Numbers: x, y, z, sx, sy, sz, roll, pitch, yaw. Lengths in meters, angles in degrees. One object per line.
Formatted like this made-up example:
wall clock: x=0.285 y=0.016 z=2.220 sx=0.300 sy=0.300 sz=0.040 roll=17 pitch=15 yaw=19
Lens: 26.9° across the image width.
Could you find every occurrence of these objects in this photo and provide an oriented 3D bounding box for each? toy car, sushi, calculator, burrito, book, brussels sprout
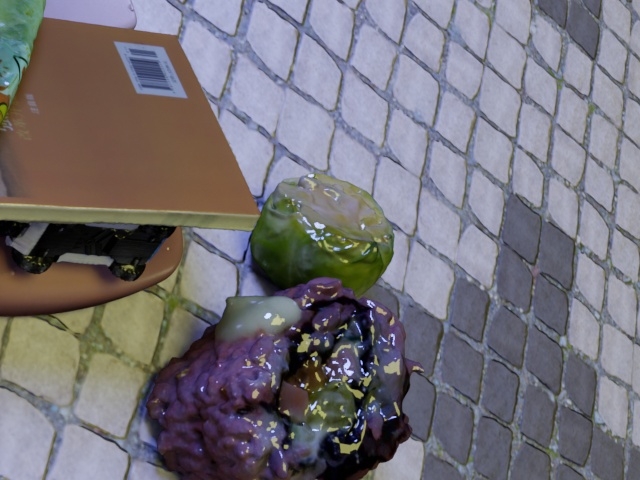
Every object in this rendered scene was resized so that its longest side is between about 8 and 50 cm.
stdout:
toy car: x=-0.220 y=-0.016 z=1.237 sx=0.171 sy=0.080 sz=0.070 roll=7 pitch=45 yaw=-41
sushi: x=-0.035 y=0.159 z=1.378 sx=0.270 sy=0.171 sz=0.236 roll=-30 pitch=99 yaw=-42
calculator: x=-0.258 y=-0.243 z=1.376 sx=0.175 sy=0.032 sz=0.100 roll=-32 pitch=101 yaw=-46
burrito: x=-0.308 y=-0.168 z=1.174 sx=0.104 sy=0.054 sz=0.288 roll=22 pitch=39 yaw=-13
book: x=-0.255 y=-0.119 z=1.222 sx=0.374 sy=0.028 sz=0.262 roll=2 pitch=49 yaw=-36
calculator: x=-0.258 y=-0.041 z=1.300 sx=0.330 sy=0.048 sz=0.220 roll=-8 pitch=82 yaw=-46
brussels sprout: x=0.000 y=0.005 z=1.505 sx=0.151 sy=0.122 sz=0.149 roll=43 pitch=31 yaw=20
